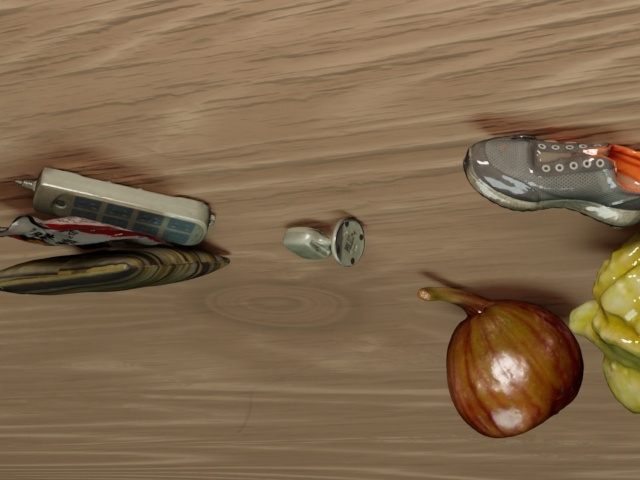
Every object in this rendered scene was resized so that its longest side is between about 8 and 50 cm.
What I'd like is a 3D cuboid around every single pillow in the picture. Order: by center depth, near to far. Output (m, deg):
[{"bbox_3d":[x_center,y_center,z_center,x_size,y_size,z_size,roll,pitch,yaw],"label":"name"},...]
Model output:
[{"bbox_3d":[-0.246,0.035,1.611,0.208,0.052,0.212,-7,177,29],"label":"pillow"}]

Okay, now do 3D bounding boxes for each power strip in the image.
[{"bbox_3d":[-0.229,-0.037,1.519,0.227,0.029,0.080,13,158,-11],"label":"power strip"}]

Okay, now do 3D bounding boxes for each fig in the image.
[{"bbox_3d":[0.220,0.130,1.665,0.175,0.207,0.175,-28,171,-5],"label":"fig"}]

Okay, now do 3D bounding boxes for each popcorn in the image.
[{"bbox_3d":[0.396,0.077,1.404,0.256,0.195,0.255,24,143,-37],"label":"popcorn"}]

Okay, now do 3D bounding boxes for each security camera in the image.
[{"bbox_3d":[0.000,0.000,1.527,0.092,0.058,0.058,5,161,41],"label":"security camera"}]

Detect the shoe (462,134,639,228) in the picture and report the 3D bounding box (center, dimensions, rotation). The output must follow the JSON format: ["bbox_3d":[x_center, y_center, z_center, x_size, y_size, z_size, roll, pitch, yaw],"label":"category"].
[{"bbox_3d":[0.228,-0.068,1.256,0.194,0.074,0.077,12,146,-18],"label":"shoe"}]

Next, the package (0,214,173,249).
[{"bbox_3d":[-0.285,-0.009,1.504,0.154,0.030,0.239,5,175,-39],"label":"package"}]
